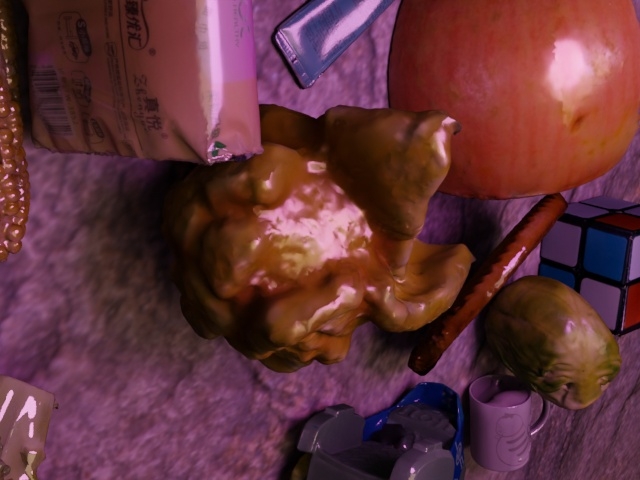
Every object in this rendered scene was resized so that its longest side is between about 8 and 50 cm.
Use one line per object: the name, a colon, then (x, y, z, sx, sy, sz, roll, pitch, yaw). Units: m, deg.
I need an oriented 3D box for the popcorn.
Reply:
popcorn: (0.002, 0.005, 0.793, 0.326, 0.321, 0.289, 27, 87, -23)

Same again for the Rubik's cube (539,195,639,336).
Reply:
Rubik's cube: (0.488, 0.036, 1.304, 0.180, 0.167, 0.183, -11, 110, -36)

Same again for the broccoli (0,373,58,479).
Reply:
broccoli: (-0.320, 0.274, 0.661, 0.339, 0.277, 0.317, 1, 84, -48)

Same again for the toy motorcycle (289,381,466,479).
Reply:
toy motorcycle: (0.121, 0.306, 1.100, 0.327, 0.191, 0.199, 3, 99, -56)

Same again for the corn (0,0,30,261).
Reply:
corn: (-0.296, -0.108, 0.664, 0.087, 0.087, 0.288, -8, 110, -38)

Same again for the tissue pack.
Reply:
tissue pack: (-0.157, -0.195, 0.639, 0.123, 0.215, 0.256, -34, 125, -57)

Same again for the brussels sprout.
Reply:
brussels sprout: (0.363, 0.150, 1.203, 0.161, 0.223, 0.223, -48, 129, -20)

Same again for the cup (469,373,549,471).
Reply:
cup: (0.313, 0.298, 1.275, 0.136, 0.099, 0.133, -2, 112, 7)

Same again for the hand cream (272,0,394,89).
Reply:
hand cream: (0.041, -0.278, 0.918, 0.224, 0.048, 0.083, -43, 127, -13)

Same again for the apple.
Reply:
apple: (0.249, -0.230, 1.013, 0.252, 0.314, 0.308, -74, 158, -57)

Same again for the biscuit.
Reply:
biscuit: (0.229, 0.061, 1.070, 0.318, 0.040, 0.318, -46, 168, -13)
